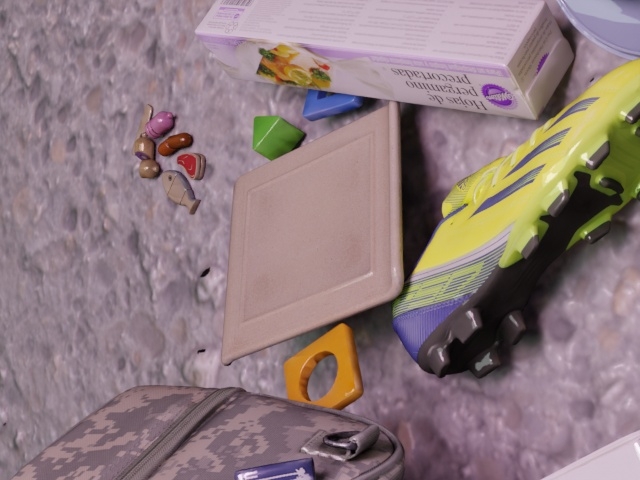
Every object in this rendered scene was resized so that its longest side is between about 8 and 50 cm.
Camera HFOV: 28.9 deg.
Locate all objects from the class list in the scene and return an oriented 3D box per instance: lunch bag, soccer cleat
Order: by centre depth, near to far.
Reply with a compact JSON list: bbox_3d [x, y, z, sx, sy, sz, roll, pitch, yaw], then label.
[{"bbox_3d":[-0.047,0.255,0.834,0.256,0.212,0.305,-1,109,28],"label":"lunch bag"},{"bbox_3d":[0.137,-0.026,0.875,0.289,0.093,0.121,-55,46,29],"label":"soccer cleat"}]

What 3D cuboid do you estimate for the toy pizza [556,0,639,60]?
[{"bbox_3d":[0.234,-0.217,0.815,0.201,0.032,0.201,5,98,41],"label":"toy pizza"}]

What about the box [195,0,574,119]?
[{"bbox_3d":[0.037,-0.153,0.969,0.324,0.063,0.067,13,64,41],"label":"box"}]

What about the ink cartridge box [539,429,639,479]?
[{"bbox_3d":[0.242,0.240,0.686,0.115,0.198,0.273,-37,64,40],"label":"ink cartridge box"}]

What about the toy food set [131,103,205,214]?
[{"bbox_3d":[-0.152,-0.086,1.220,0.122,0.019,0.078,37,115,39],"label":"toy food set"}]

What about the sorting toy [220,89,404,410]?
[{"bbox_3d":[0.000,0.000,0.994,0.196,0.047,0.347,-26,47,35],"label":"sorting toy"}]
